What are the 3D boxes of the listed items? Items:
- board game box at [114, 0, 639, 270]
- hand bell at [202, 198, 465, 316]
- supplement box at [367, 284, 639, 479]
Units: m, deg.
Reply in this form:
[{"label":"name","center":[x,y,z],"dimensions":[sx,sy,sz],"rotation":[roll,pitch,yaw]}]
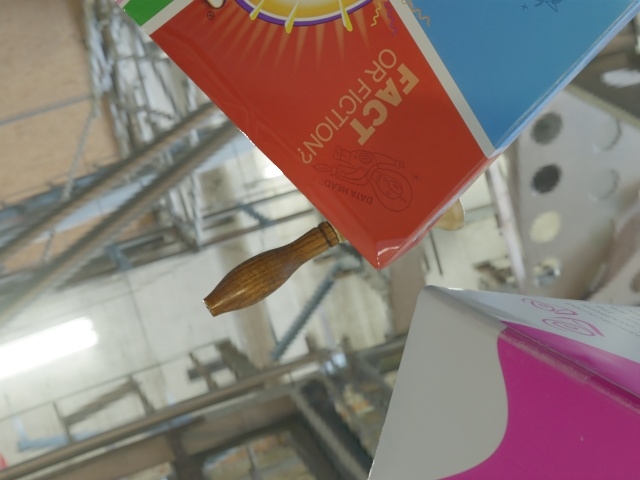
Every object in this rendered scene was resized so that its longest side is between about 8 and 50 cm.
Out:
[{"label":"board game box","center":[0.003,-0.180,0.622],"dimensions":[0.242,0.316,0.064],"rotation":[-48,172,29]},{"label":"hand bell","center":[0.000,0.000,1.145],"dimensions":[0.242,0.126,0.126],"rotation":[-33,-165,-11]},{"label":"supplement box","center":[0.132,0.089,0.405],"dimensions":[0.220,0.114,0.111],"rotation":[9,-167,-36]}]
